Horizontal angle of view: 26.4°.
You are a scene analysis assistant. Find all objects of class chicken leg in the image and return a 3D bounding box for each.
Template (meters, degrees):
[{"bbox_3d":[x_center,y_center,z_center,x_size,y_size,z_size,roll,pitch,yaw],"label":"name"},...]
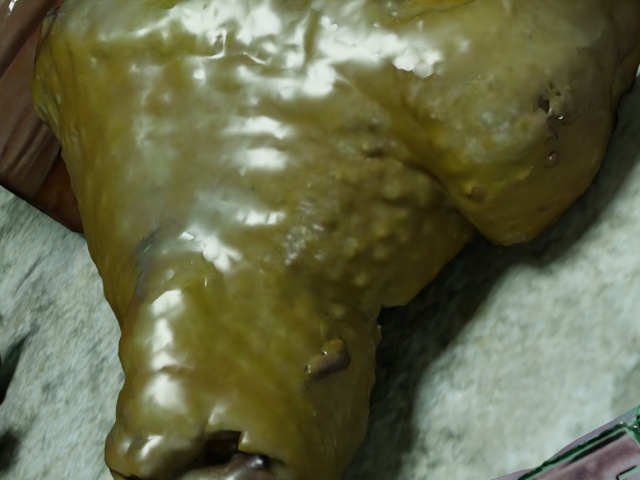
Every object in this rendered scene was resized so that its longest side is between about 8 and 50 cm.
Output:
[{"bbox_3d":[0.000,0.000,0.544,0.295,0.182,0.409,-21,47,28],"label":"chicken leg"}]

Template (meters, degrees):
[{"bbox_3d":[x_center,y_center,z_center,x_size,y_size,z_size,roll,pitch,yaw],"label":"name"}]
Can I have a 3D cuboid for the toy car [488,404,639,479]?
[{"bbox_3d":[0.092,0.083,0.391,0.142,0.069,0.055,-37,-5,36],"label":"toy car"}]

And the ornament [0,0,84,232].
[{"bbox_3d":[-0.209,-0.152,1.003,0.217,0.235,0.221,-56,-1,-6],"label":"ornament"}]
